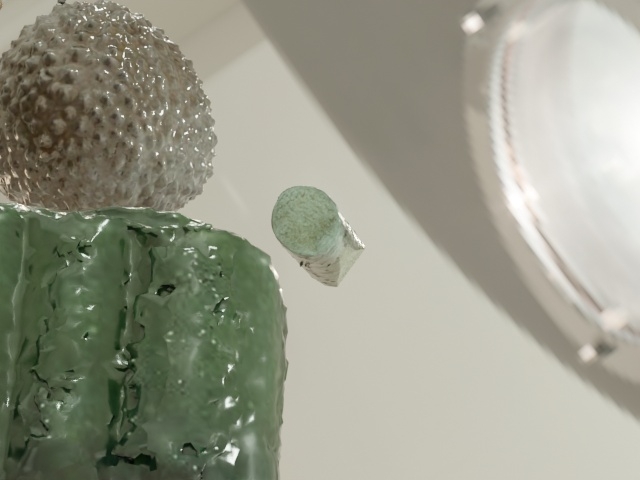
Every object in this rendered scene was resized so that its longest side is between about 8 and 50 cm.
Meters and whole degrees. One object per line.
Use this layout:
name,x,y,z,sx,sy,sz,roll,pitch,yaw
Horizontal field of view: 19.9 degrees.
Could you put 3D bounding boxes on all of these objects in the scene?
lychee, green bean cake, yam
lychee,-0.256,-0.139,2.143,0.300,0.300,0.300,48,-16,20
green bean cake,-0.170,0.104,0.942,0.308,0.300,0.169,97,-3,-62
yam,0.000,0.000,1.743,0.068,0.068,0.169,49,0,17

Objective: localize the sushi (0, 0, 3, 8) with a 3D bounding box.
sushi,-0.411,-0.164,1.881,0.059,0.292,0.294,28,-42,-28
